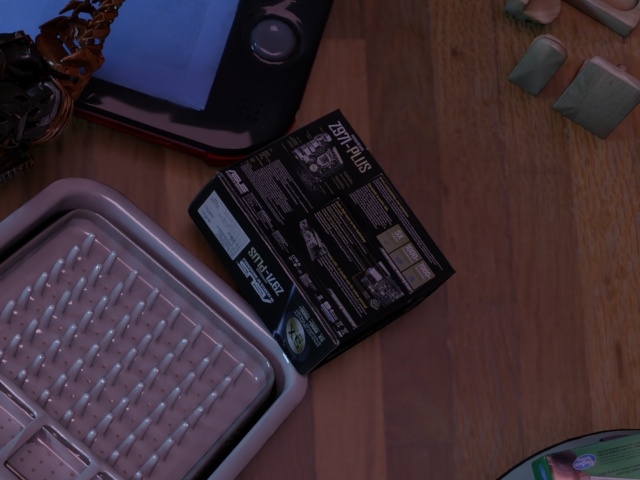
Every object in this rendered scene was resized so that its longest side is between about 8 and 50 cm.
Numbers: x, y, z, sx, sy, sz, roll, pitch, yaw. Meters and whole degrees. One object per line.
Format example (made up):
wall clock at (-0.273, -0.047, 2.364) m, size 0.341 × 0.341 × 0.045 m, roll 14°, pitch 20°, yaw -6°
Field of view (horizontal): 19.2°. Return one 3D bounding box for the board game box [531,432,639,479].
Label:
board game box at (0.346, 0.241, 1.497) m, size 0.317 × 0.046 × 0.214 m, roll -11°, pitch 78°, yaw -12°

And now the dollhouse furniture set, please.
dollhouse furniture set at (0.248, -0.207, 1.716) m, size 0.144 × 0.123 × 0.151 m, roll 31°, pitch 73°, yaw 0°

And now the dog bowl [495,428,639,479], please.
dog bowl at (0.291, 0.347, 1.561) m, size 0.408 × 0.150 × 0.408 m, roll 2°, pitch 75°, yaw -8°

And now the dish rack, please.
dish rack at (-0.187, 0.114, 1.523) m, size 0.285 × 0.072 × 0.333 m, roll 40°, pitch 40°, yaw 3°

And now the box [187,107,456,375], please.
box at (0.000, 0.000, 1.623) m, size 0.147 × 0.077 × 0.180 m, roll -31°, pitch 81°, yaw -35°

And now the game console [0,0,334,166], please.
game console at (-0.174, -0.265, 1.699) m, size 0.386 × 0.060 × 0.342 m, roll 19°, pitch 73°, yaw -4°

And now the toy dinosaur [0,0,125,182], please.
toy dinosaur at (-0.276, -0.128, 1.546) m, size 0.164 × 0.218 × 0.322 m, roll 31°, pitch 94°, yaw 27°
